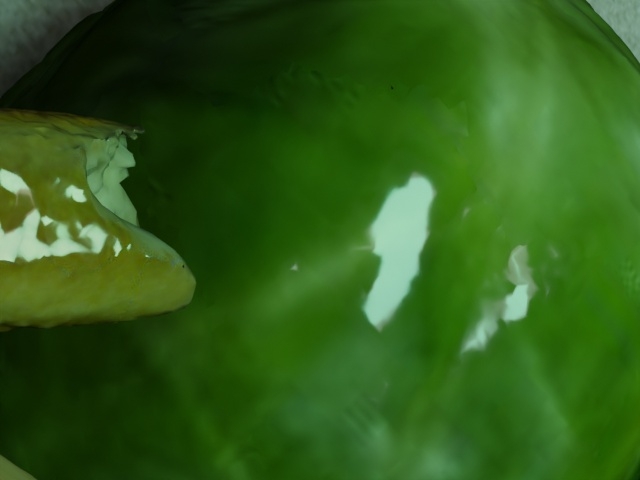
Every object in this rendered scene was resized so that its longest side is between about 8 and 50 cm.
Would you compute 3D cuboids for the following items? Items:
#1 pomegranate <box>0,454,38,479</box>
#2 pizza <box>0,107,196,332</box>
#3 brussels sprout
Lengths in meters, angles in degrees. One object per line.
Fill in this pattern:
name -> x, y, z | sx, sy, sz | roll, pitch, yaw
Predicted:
pomegranate -> -0.177, 0.225, 0.385 | 0.411, 0.411, 0.411 | 3, 85, -45
pizza -> -0.214, -0.011, 0.450 | 0.268, 0.258, 0.087 | 3, 91, -45
brussels sprout -> 0.006, 0.001, 0.657 | 0.281, 0.289, 0.355 | 43, 36, -22
